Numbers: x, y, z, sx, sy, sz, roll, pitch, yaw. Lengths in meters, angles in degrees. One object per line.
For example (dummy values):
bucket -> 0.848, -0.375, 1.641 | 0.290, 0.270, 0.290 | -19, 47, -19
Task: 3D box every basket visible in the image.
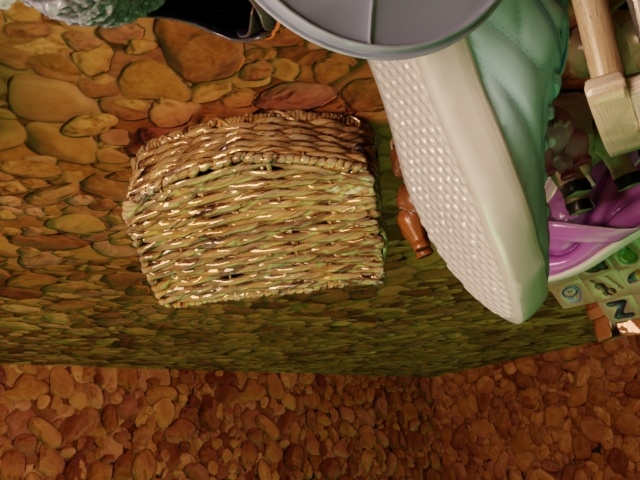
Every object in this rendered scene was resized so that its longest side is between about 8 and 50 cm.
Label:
basket -> -0.075, -0.073, 0.881 | 0.299, 0.223, 0.213 | -7, 128, 7

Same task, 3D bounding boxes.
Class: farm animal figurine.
farm animal figurine -> 0.226, -0.121, 0.733 | 0.330, 0.172, 0.327 | -28, 164, 34

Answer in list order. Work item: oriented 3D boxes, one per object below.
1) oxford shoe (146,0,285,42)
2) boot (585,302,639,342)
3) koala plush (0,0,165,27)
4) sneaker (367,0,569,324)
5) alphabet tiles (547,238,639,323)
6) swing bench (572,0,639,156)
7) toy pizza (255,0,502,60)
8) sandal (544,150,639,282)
oxford shoe -> -0.028, -0.189, 0.540 | 0.272, 0.098, 0.097 | 2, 160, -18
boot -> 0.527, 0.044, 1.168 | 0.109, 0.220, 0.283 | 2, 161, -28
koala plush -> -0.182, -0.200, 0.370 | 0.221, 0.203, 0.196 | 0, 164, 25
sneaker -> 0.133, -0.107, 0.518 | 0.150, 0.365, 0.135 | -28, -153, -9
alphabet tiles -> 0.444, -0.003, 1.052 | 0.285, 0.011, 0.342 | -20, 122, 38
swing bench -> 0.265, -0.184, 0.386 | 0.253, 0.254, 0.165 | -14, 159, 25
toy pizza -> 0.028, -0.200, 0.393 | 0.201, 0.201, 0.032 | 2, -178, -19
sandal -> 0.359, -0.068, 0.893 | 0.416, 0.169, 0.102 | -28, 158, 35
